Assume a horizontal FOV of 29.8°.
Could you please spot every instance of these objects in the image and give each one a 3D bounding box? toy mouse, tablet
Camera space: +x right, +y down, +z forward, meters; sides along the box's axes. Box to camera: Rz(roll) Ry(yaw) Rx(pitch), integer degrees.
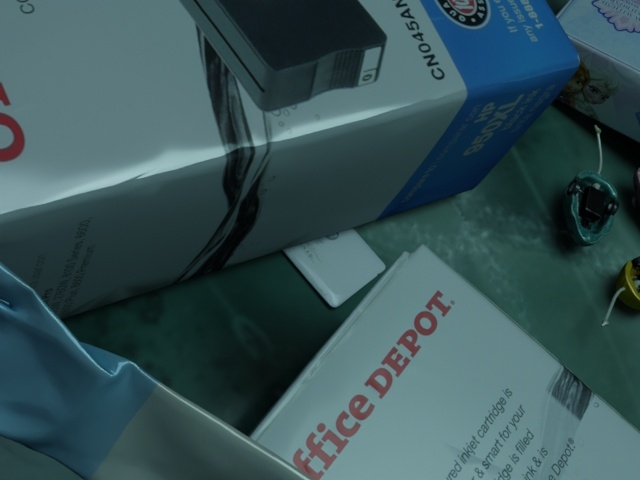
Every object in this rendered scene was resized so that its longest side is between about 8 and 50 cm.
[{"bbox_3d":[0.225,-0.017,0.884,0.161,0.031,0.143,-16,72,-29],"label":"toy mouse"},{"bbox_3d":[0.000,0.000,0.794,0.054,0.006,0.083,-36,83,-33],"label":"tablet"}]

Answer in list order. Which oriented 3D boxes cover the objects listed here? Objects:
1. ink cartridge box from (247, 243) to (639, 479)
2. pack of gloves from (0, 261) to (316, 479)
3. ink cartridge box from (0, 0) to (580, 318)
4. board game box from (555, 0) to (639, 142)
[{"bbox_3d":[0.086,0.178,0.670,0.289,0.121,0.211,42,56,1],"label":"ink cartridge box"},{"bbox_3d":[-0.145,0.122,0.560,0.232,0.195,0.046,36,25,-3],"label":"pack of gloves"},{"bbox_3d":[-0.089,-0.137,0.728,0.395,0.166,0.285,-18,71,-29],"label":"ink cartridge box"},{"bbox_3d":[0.376,-0.160,0.951,0.318,0.066,0.318,31,55,15],"label":"board game box"}]
